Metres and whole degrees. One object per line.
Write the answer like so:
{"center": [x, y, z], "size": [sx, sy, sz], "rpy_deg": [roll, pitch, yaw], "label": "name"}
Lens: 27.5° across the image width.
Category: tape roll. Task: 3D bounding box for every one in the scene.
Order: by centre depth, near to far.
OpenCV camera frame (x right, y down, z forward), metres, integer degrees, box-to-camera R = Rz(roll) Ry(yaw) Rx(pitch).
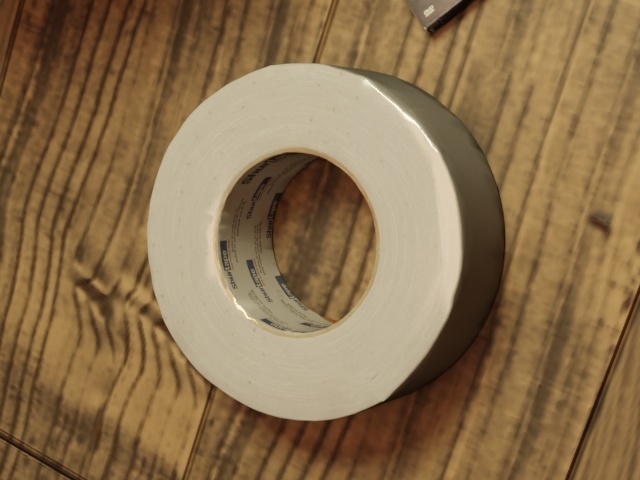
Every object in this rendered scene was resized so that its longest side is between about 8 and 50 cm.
{"center": [0.000, 0.000, 0.819], "size": [0.219, 0.072, 0.219], "rpy_deg": [2, 94, 29], "label": "tape roll"}

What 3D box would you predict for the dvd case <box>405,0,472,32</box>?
{"center": [0.071, -0.265, 0.797], "size": [0.164, 0.018, 0.221], "rpy_deg": [-37, 75, 25], "label": "dvd case"}
